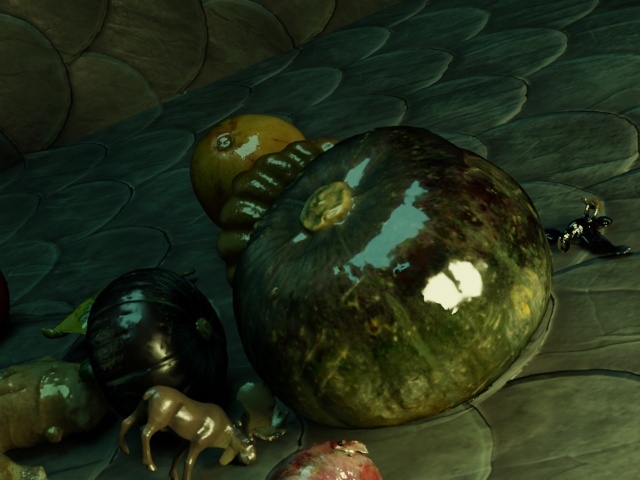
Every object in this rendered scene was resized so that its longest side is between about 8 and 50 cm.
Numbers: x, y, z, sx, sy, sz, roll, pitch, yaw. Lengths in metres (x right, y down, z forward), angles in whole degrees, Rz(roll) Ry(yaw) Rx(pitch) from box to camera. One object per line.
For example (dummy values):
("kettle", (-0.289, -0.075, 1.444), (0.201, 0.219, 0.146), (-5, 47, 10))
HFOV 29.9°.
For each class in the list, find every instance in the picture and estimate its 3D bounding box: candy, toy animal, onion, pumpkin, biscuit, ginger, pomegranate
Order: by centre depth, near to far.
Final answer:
("onion", (-0.009, 0.324, 1.413), (0.159, 0.159, 0.195), (-40, 3, -39))
("pumpkin", (0.098, 0.059, 1.640), (0.454, 0.344, 0.454), (-26, 33, 18))
("toy animal", (-0.155, 0.260, 1.670), (0.186, 0.214, 0.093), (-59, 24, -10))
("pumpkin", (-0.274, 0.175, 1.833), (0.248, 0.248, 0.248), (-17, 23, 7))
("biscuit", (0.000, 0.000, 1.888), (0.325, 0.326, 0.107), (-25, 23, -11))
("toy animal", (0.421, -0.016, 1.930), (0.108, 0.062, 0.220), (-50, 34, -19))
("ginger", (-0.505, 0.278, 1.937), (0.353, 0.126, 0.190), (-18, 43, 0))
("candy", (-0.374, 0.121, 2.248), (0.187, 0.081, 0.297), (-7, 15, 29))
("pomegranate", (-0.121, -0.125, 2.376), (0.264, 0.264, 0.264), (-17, 23, 7))

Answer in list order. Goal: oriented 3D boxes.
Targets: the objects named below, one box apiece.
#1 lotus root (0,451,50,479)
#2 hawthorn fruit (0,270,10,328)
("lotus root", (-0.559, 0.381, 1.699), (0.349, 0.175, 0.175), (-21, 22, -10))
("hawthorn fruit", (-0.722, 0.119, 2.401), (0.260, 0.224, 0.224), (28, 49, 32))
